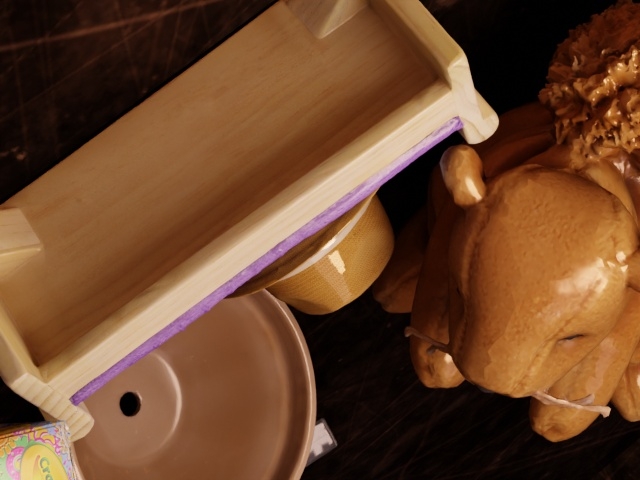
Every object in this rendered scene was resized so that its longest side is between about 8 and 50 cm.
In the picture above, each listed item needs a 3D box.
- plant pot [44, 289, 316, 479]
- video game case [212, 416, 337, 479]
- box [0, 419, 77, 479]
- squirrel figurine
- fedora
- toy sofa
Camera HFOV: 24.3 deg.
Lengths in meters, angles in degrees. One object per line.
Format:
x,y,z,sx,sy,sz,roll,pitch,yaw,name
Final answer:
-0.128,0.130,1.180,0.237,0.237,0.110,-15,-175,-40,plant pot
-0.141,0.233,1.337,0.275,0.035,0.248,-29,-174,-16,video game case
-0.286,0.277,0.947,0.279,0.290,0.177,-11,178,44,box
0.205,-0.039,1.160,0.397,0.281,0.370,-60,166,6,squirrel figurine
0.000,0.000,1.114,0.194,0.079,0.194,-35,-163,12,fedora
-0.068,-0.031,0.997,0.362,0.150,0.177,-36,154,-3,toy sofa
